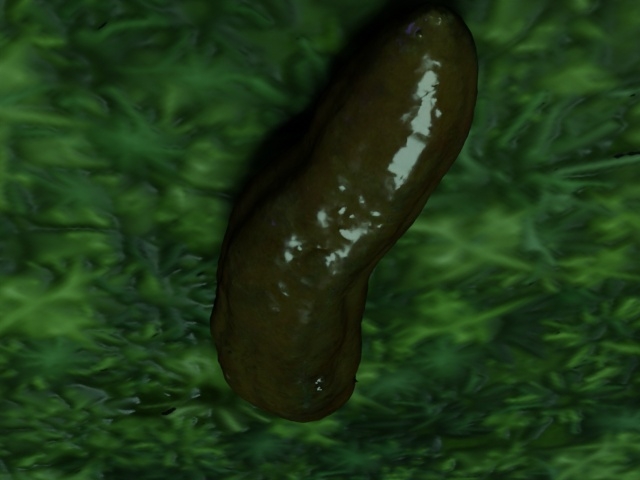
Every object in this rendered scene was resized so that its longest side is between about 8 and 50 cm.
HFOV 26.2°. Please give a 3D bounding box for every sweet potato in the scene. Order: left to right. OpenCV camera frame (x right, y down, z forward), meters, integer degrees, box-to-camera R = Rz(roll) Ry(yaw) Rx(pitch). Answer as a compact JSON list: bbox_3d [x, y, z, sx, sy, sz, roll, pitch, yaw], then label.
[{"bbox_3d":[-0.001,0.001,0.401,0.054,0.053,0.182,36,141,12],"label":"sweet potato"}]
